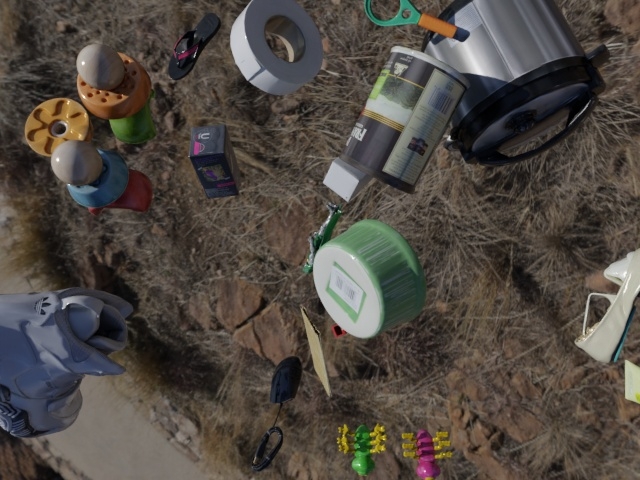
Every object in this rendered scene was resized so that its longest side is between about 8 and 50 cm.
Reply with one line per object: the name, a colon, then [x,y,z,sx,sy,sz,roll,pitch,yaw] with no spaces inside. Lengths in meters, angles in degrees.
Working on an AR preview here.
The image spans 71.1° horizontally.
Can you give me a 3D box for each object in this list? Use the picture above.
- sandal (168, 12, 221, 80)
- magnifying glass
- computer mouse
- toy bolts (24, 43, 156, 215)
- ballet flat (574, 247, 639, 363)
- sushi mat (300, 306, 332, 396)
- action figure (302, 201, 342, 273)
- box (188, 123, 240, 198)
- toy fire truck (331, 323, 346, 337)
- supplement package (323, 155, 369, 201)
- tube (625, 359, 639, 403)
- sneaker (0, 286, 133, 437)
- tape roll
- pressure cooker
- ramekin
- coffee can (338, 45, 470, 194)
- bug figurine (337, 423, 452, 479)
sandal: [-0.302,-0.452,1.032,0.179,0.040,0.067,-47,74,15]
magnifying glass: [0.216,-0.542,1.076,0.230,0.026,0.092,20,134,-2]
computer mouse: [-0.091,0.333,0.897,0.071,0.242,0.041,-16,126,28]
toy bolts: [-0.348,-0.154,0.643,0.218,0.158,0.229,-9,77,-2]
ballet flat: [0.521,0.092,0.779,0.086,0.086,0.249,24,98,15]
sushi mat: [-0.010,0.380,1.514,0.019,0.151,0.317,-19,125,-13]
action figure: [0.000,0.000,1.354,0.063,0.137,0.232,24,107,5]
box: [-0.431,-0.320,1.847,0.143,0.165,0.270,-6,147,0]
toy fire truck: [0.135,0.321,1.740,0.192,0.135,0.047,-22,79,-8]
supplement package: [0.110,-0.225,1.408,0.105,0.179,0.105,39,143,8]
tube: [0.724,0.331,0.922,0.062,0.240,0.070,38,89,-9]
sneaker: [-0.397,0.199,0.706,0.210,0.137,0.366,-6,139,-8]
tape roll: [-0.133,-0.605,1.394,0.100,0.286,0.286,-10,105,54]
pressure cooker: [0.498,-0.418,1.200,0.375,0.370,0.421,-18,75,-11]
ramekin: [0.115,0.109,1.188,0.303,0.148,0.303,32,134,41]
coffee can: [0.192,-0.275,1.050,0.201,0.201,0.275,30,103,13]
bug figurine: [0.135,0.441,0.799,0.278,0.216,0.072,-1,141,10]
